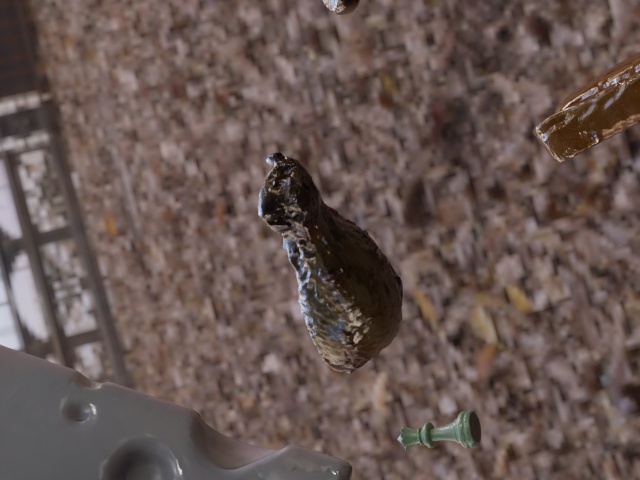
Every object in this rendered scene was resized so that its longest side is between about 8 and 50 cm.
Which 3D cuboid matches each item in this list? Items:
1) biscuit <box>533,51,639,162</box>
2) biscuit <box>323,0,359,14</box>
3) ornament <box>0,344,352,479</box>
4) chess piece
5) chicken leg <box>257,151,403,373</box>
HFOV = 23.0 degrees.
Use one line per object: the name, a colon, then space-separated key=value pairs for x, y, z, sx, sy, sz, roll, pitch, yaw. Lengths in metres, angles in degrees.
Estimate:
biscuit: x=0.410 y=-0.198 z=1.579 sx=0.078 sy=0.455 sz=0.350 roll=61 pitch=168 yaw=5
biscuit: x=0.006 y=-0.307 z=1.392 sx=0.212 sy=0.036 sz=0.212 roll=169 pitch=90 yaw=-81
ornament: x=-0.136 y=0.227 z=0.854 sx=0.240 sy=0.239 sz=0.239 roll=95 pitch=-166 yaw=-63
chess piece: x=0.129 y=0.215 z=1.742 sx=0.042 sy=0.093 sz=0.042 roll=-12 pitch=-90 yaw=-68
chicken leg: x=0.006 y=0.011 z=1.220 sx=0.177 sy=0.083 sz=0.322 roll=62 pitch=-179 yaw=-5
